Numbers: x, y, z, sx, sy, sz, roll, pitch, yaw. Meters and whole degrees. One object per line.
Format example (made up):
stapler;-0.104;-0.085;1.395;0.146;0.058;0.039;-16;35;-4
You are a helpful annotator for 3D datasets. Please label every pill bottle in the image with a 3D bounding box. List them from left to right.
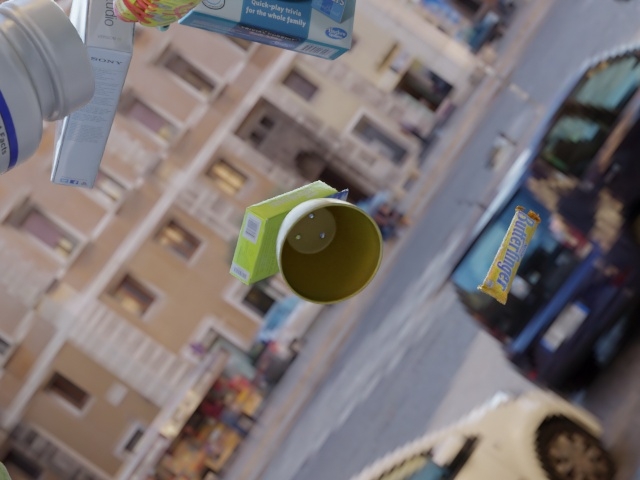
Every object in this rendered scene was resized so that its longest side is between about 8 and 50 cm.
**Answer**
pill bottle;-0.334;-0.107;1.364;0.272;0.152;0.152;-33;-9;-27

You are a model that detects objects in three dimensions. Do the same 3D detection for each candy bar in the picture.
candy bar;0.244;0.017;2.070;0.161;0.040;0.018;-61;-3;-37

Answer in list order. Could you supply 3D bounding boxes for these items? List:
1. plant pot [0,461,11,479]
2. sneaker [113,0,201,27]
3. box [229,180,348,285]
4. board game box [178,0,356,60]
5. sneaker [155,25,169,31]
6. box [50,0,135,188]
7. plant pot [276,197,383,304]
plant pot;-0.529;0.246;1.997;0.276;0.253;0.276;-18;-18;-6
sneaker;-0.145;-0.226;1.435;0.094;0.081;0.208;-33;-2;5
box;-0.041;-0.014;2.186;0.178;0.042;0.109;-22;-43;-49
board game box;-0.064;-0.467;2.440;0.079;0.254;0.336;159;119;-66
sneaker;-0.242;-0.300;2.075;0.069;0.098;0.038;-31;9;40
box;-0.254;-0.231;1.821;0.322;0.059;0.232;123;151;-60
plant pot;0.000;0.000;2.014;0.134;0.134;0.095;-54;27;8
